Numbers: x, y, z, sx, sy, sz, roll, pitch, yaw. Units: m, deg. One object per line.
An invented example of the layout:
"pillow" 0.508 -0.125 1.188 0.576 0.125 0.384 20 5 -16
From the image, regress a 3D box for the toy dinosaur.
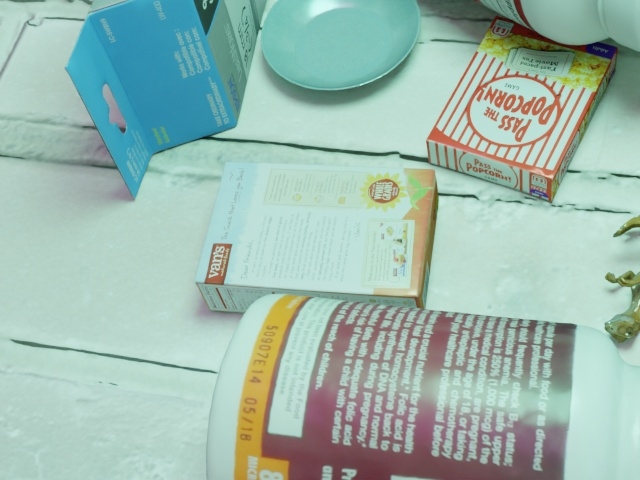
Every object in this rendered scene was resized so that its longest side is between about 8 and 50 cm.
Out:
"toy dinosaur" 0.349 0.017 1.003 0.211 0.064 0.112 -38 76 -2

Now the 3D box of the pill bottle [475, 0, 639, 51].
"pill bottle" 0.244 -0.355 1.115 0.229 0.229 0.407 -39 50 -14

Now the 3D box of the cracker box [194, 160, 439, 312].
"cracker box" 0.000 0.000 1.070 0.232 0.067 0.156 4 58 13

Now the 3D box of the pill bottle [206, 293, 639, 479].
"pill bottle" 0.124 0.172 0.843 0.392 0.224 0.224 5 59 15

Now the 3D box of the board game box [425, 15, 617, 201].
"board game box" 0.224 -0.149 1.131 0.146 0.045 0.193 20 64 22

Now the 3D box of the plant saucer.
"plant saucer" 0.026 -0.246 1.237 0.195 0.037 0.195 -6 58 9

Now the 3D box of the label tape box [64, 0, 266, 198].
"label tape box" -0.155 -0.245 1.154 0.106 0.241 0.334 4 60 12
